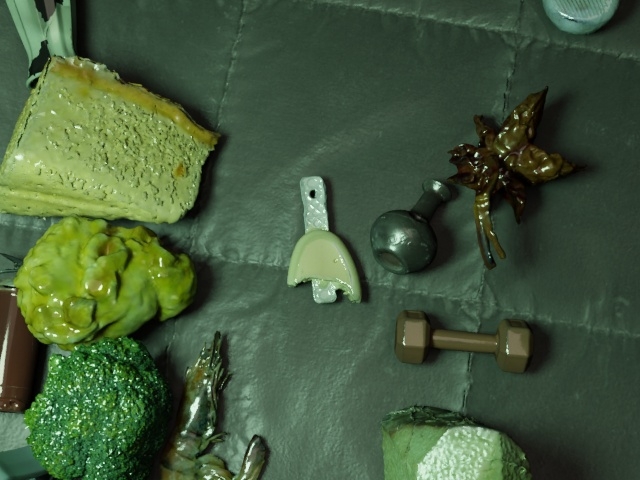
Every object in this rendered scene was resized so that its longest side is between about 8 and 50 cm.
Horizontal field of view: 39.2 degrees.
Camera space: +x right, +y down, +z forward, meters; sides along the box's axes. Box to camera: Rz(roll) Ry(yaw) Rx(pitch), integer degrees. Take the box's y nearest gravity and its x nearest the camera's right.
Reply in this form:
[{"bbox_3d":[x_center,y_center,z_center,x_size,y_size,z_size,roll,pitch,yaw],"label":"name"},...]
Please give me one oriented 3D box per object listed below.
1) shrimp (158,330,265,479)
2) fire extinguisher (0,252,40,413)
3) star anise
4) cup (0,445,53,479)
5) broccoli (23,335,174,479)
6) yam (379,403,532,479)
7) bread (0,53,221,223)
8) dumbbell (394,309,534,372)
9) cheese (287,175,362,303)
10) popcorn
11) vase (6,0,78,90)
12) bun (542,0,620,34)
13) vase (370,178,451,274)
[{"bbox_3d":[-0.164,0.306,1.501,0.169,0.058,0.296,14,81,-2],"label":"shrimp"},{"bbox_3d":[-0.523,0.153,1.519,0.104,0.105,0.269,4,77,2],"label":"fire extinguisher"},{"bbox_3d":[0.325,-0.105,1.542,0.237,0.148,0.346,19,65,9],"label":"star anise"},{"bbox_3d":[-0.544,0.475,1.311,0.331,0.311,0.257,-22,80,4],"label":"cup"},{"bbox_3d":[-0.349,0.281,1.418,0.269,0.241,0.262,2,88,-44],"label":"broccoli"},{"bbox_3d":[0.206,0.355,1.373,0.201,0.271,0.203,-3,82,-2],"label":"yam"},{"bbox_3d":[-0.396,-0.138,1.581,0.315,0.279,0.249,30,56,-29],"label":"bread"},{"bbox_3d":[0.240,0.169,1.509,0.230,0.092,0.082,4,106,2],"label":"dumbbell"},{"bbox_3d":[0.000,0.000,1.570,0.127,0.050,0.235,-5,78,1],"label":"cheese"},{"bbox_3d":[-0.365,0.059,1.488,0.285,0.174,0.225,-21,63,-30],"label":"popcorn"},{"bbox_3d":[-0.514,-0.455,1.641,0.165,0.165,0.360,-13,81,-2],"label":"vase"},{"bbox_3d":[0.480,-0.441,1.655,0.140,0.083,0.141,-3,76,11],"label":"bun"},{"bbox_3d":[0.164,-0.029,1.553,0.120,0.120,0.183,31,61,8],"label":"vase"}]
